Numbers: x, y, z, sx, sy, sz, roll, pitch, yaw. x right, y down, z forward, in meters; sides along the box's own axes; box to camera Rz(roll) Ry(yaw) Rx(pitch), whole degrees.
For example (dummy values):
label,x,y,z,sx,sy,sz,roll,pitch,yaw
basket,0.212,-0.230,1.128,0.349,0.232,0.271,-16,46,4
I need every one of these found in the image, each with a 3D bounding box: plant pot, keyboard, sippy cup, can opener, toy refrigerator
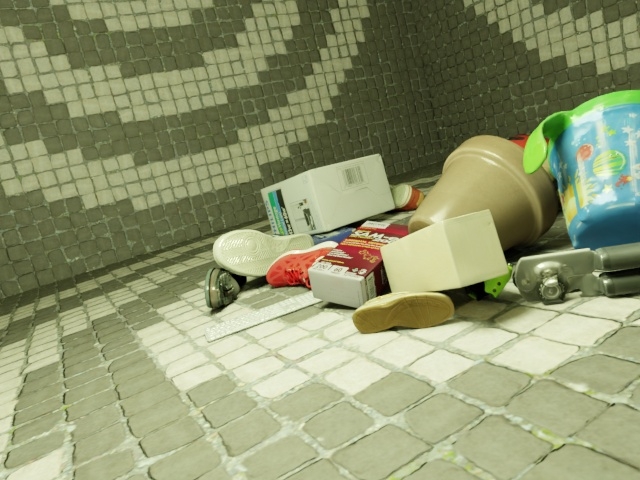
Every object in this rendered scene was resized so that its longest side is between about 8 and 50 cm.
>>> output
label,x,y,z,sx,sy,sz,roll,pitch,yaw
plant pot,0.311,-0.052,1.026,0.229,0.263,0.263,-37,17,-17
keyboard,-0.122,0.160,1.052,0.255,0.014,0.072,-18,10,-17
sippy cup,0.507,-0.089,0.821,0.305,0.240,0.224,0,52,25
can opener,0.439,0.037,0.738,0.283,0.076,0.095,-10,12,19
toy refrigerator,0.201,0.030,0.841,0.094,0.102,0.269,-13,-7,-15

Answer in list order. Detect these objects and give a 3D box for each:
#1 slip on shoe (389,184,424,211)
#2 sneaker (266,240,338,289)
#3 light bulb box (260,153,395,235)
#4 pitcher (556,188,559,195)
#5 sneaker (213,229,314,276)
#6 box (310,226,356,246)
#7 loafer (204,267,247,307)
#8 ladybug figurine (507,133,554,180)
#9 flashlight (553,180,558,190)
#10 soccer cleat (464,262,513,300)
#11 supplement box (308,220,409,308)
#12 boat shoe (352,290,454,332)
label,x,y,z,sx,sy,sz,roll,pitch,yaw
slip on shoe,0.323,-0.168,2.011,0.101,0.123,0.331,16,-3,-14
sneaker,-0.054,0.079,1.209,0.221,0.087,0.128,-27,17,22
light bulb box,0.022,-0.159,1.895,0.357,0.226,0.361,-19,5,-35
pitcher,0.689,-0.143,1.287,0.207,0.126,0.177,-9,-8,-42
sneaker,-0.178,0.041,1.392,0.148,0.131,0.350,-9,-9,42
box,0.000,0.000,1.695,0.225,0.037,0.136,-16,9,-15
loafer,-0.245,0.113,1.283,0.084,0.096,0.267,-3,5,-4
ladybug figurine,0.520,-0.181,1.363,0.305,0.162,0.449,-38,-9,40
flashlight,0.668,-0.193,1.624,0.304,0.103,0.103,-5,40,41
soccer cleat,0.273,0.068,0.864,0.072,0.060,0.179,-58,3,-7
supplement box,0.097,0.043,1.038,0.130,0.073,0.239,8,31,35
boat shoe,0.137,0.109,0.811,0.169,0.063,0.059,-11,16,24
